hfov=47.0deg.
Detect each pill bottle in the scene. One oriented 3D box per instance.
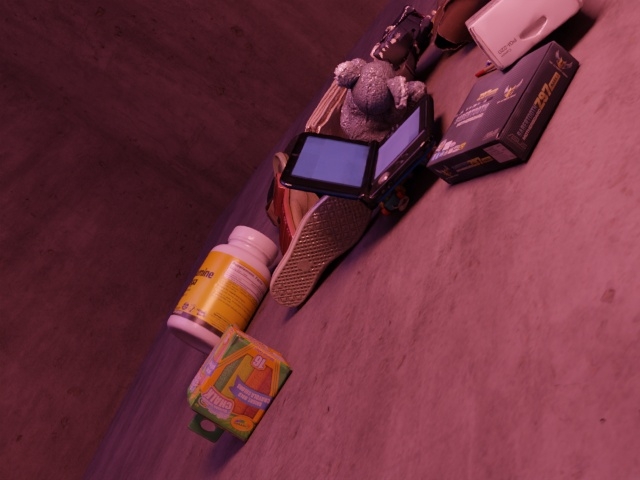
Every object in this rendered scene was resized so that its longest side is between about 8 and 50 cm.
[{"bbox_3d":[-0.252,0.134,1.984,0.334,0.188,0.188,-61,14,-22],"label":"pill bottle"}]

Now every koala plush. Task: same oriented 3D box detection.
[{"bbox_3d":[0.125,-0.322,1.644,0.221,0.196,0.203,70,-135,-78],"label":"koala plush"}]

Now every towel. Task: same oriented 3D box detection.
[{"bbox_3d":[0.050,-0.259,1.851,0.187,0.049,0.282,-59,-28,-18],"label":"towel"}]

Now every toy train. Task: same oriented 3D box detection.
[{"bbox_3d":[0.162,-0.129,1.446,0.166,0.046,0.125,-61,13,-23],"label":"toy train"}]

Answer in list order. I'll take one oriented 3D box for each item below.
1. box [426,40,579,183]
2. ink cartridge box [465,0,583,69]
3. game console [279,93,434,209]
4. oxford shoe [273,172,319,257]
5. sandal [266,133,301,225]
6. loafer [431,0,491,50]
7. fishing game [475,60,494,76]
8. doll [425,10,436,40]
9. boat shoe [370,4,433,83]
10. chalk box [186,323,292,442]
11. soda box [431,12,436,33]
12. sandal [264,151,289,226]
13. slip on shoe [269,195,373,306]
[{"bbox_3d":[0.277,-0.192,1.155,0.183,0.059,0.232,-57,13,-13],"label":"box"},{"bbox_3d":[0.328,-0.373,1.219,0.158,0.092,0.218,-38,10,19],"label":"ink cartridge box"},{"bbox_3d":[0.079,-0.199,1.441,0.250,0.173,0.293,-46,14,26],"label":"game console"},{"bbox_3d":[-0.041,-0.055,1.856,0.348,0.130,0.123,-101,17,-45],"label":"oxford shoe"},{"bbox_3d":[-0.059,-0.184,2.202,0.446,0.107,0.168,131,129,-62],"label":"sandal"},{"bbox_3d":[0.330,-0.492,1.608,0.366,0.133,0.130,-143,69,-88],"label":"loafer"},{"bbox_3d":[0.387,-0.442,1.427,0.264,0.041,0.189,-57,10,-7],"label":"fishing game"},{"bbox_3d":[0.283,-0.567,2.099,0.189,0.046,0.129,-58,12,-13],"label":"doll"},{"bbox_3d":[0.222,-0.494,1.872,0.158,0.127,0.340,-54,0,12],"label":"boat shoe"},{"bbox_3d":[-0.175,0.293,1.436,0.213,0.132,0.132,-58,13,-5],"label":"chalk box"},{"bbox_3d":[0.341,-0.569,1.853,0.058,0.061,0.181,-59,13,-14],"label":"soda box"},{"bbox_3d":[-0.119,-0.106,2.097,0.120,0.086,0.303,137,127,-58],"label":"sandal"},{"bbox_3d":[0.000,0.000,1.580,0.331,0.123,0.101,-55,8,26],"label":"slip on shoe"}]
